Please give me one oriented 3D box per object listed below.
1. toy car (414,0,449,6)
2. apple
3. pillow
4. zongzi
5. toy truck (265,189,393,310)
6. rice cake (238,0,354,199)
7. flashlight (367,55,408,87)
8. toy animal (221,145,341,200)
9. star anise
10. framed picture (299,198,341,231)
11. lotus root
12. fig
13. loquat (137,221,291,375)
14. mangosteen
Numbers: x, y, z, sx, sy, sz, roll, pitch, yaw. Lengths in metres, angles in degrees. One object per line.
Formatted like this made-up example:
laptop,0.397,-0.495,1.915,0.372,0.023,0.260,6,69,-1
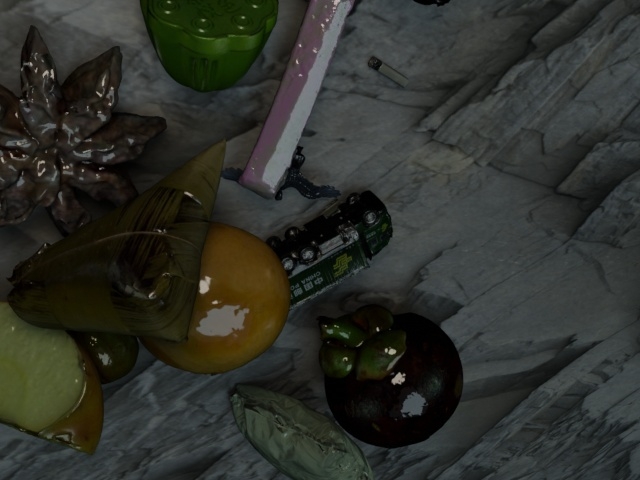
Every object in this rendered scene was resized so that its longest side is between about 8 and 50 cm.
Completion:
toy car,0.227,-0.493,1.074,0.359,0.176,0.213,-21,131,-11
apple,-0.483,0.213,1.133,0.346,0.179,0.253,16,109,10
pillow,-0.020,0.432,1.539,0.138,0.284,0.310,-54,137,-20
zongzi,-0.281,-0.013,1.057,0.274,0.299,0.145,1,153,21
toy truck,0.008,0.017,1.359,0.259,0.088,0.121,-29,132,-7
rice cake,-0.034,-0.231,1.147,0.073,0.056,0.364,22,106,-8
flashlight,0.115,-0.284,1.259,0.083,0.018,0.018,21,112,-39
toy animal,-0.058,-0.111,1.255,0.220,0.062,0.107,12,119,-22
star anise,-0.368,-0.128,1.023,0.332,0.117,0.331,-15,134,-17
framed picture,0.000,0.000,1.407,0.149,0.011,0.109,-40,133,1
lotus root,-0.157,-0.270,1.028,0.186,0.186,0.186,-16,129,-20
fig,-0.373,0.128,1.221,0.124,0.124,0.236,-15,118,-21
loquat,-0.179,0.088,1.199,0.263,0.263,0.263,-16,129,-20
mangosteen,0.136,0.271,1.510,0.311,0.311,0.311,-16,129,-20
